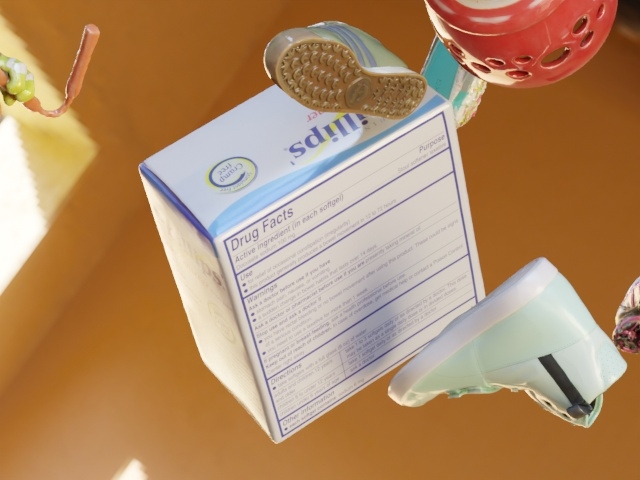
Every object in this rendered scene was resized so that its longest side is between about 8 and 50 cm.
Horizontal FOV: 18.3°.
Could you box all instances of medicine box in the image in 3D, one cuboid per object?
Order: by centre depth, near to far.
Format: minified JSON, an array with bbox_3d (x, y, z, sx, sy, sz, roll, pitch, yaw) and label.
[{"bbox_3d":[0.000,0.000,1.915,0.149,0.263,0.289,42,-24,42],"label":"medicine box"}]

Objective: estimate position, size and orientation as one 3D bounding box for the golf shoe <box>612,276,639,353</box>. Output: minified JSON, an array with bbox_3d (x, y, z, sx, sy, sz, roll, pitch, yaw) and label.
[{"bbox_3d":[0.404,0.057,2.379,0.067,0.086,0.186,20,-37,-14],"label":"golf shoe"}]

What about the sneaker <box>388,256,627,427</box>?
[{"bbox_3d":[0.170,0.132,1.820,0.151,0.094,0.256,49,-39,-1],"label":"sneaker"}]

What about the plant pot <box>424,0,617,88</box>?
[{"bbox_3d":[0.186,-0.264,1.966,0.191,0.191,0.174,28,-3,24],"label":"plant pot"}]

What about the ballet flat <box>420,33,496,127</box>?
[{"bbox_3d":[0.173,-0.227,2.220,0.091,0.241,0.077,40,26,26],"label":"ballet flat"}]

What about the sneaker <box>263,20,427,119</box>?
[{"bbox_3d":[0.004,-0.156,1.728,0.192,0.064,0.086,11,26,-48],"label":"sneaker"}]

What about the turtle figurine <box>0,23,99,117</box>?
[{"bbox_3d":[-0.288,-0.088,1.352,0.269,0.217,0.087,-30,-101,42],"label":"turtle figurine"}]
